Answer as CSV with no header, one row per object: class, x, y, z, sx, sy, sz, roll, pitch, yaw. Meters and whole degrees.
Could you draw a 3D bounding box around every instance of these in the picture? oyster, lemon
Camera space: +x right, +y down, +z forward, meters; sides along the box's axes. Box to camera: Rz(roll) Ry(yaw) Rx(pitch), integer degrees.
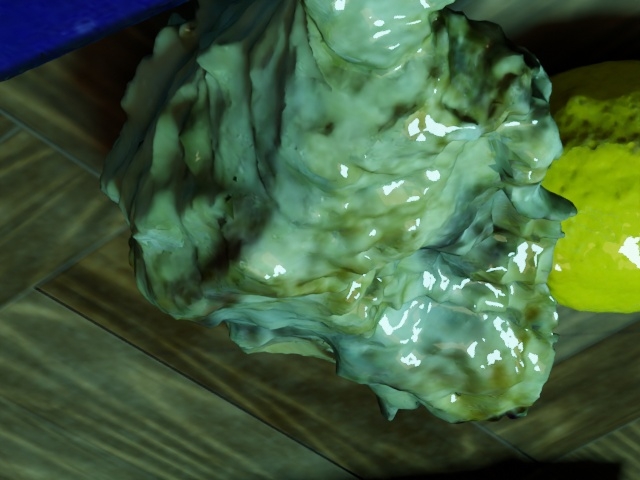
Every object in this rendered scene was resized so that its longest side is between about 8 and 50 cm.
oyster,-0.004,0.001,0.720,0.201,0.107,0.354,22,152,15
lemon,0.131,-0.024,0.778,0.155,0.114,0.114,-5,140,1

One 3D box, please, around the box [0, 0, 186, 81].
box,-0.190,-0.166,0.577,0.261,0.116,0.279,-20,136,17
